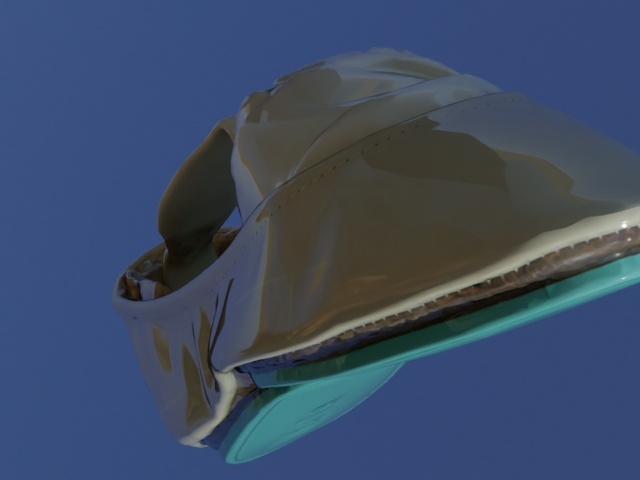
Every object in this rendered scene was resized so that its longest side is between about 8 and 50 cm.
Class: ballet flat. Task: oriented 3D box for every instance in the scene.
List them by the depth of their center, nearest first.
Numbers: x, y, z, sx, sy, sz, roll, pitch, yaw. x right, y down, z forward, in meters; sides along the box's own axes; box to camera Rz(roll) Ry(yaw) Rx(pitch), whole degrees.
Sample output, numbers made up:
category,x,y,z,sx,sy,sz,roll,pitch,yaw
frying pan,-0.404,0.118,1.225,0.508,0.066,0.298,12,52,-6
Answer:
category,x,y,z,sx,sy,sz,roll,pitch,yaw
ballet flat,0.000,0.000,0.442,0.248,0.086,0.086,144,-48,-66
